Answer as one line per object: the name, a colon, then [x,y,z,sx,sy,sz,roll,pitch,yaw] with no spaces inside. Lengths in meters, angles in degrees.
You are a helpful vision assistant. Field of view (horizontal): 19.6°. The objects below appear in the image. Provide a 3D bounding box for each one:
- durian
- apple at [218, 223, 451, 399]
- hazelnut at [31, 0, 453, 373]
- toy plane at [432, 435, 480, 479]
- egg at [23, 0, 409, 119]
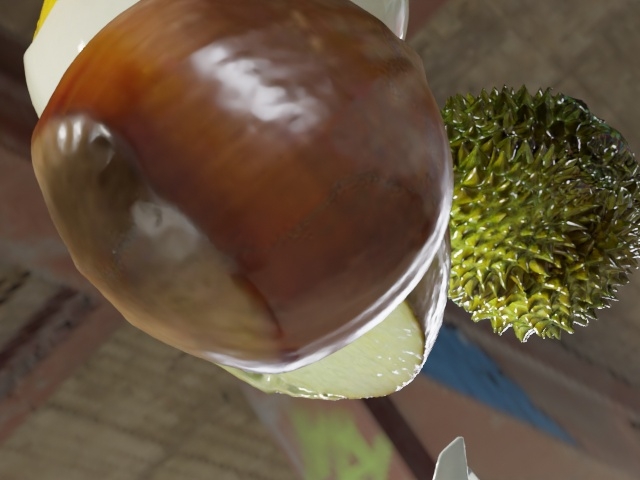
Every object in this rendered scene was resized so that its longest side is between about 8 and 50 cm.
durian: [0.176,-0.026,1.761,0.291,0.291,0.224,-6,-46,-37]
apple: [0.000,0.000,1.394,0.179,0.254,0.346,-20,-4,-27]
hazelnut: [-0.033,-0.038,0.952,0.214,0.214,0.176,-29,8,-9]
toy plane: [0.055,0.253,1.375,0.082,0.160,0.234,37,-86,-26]
egg: [-0.085,-0.171,1.630,0.345,0.283,0.283,-17,-23,32]
